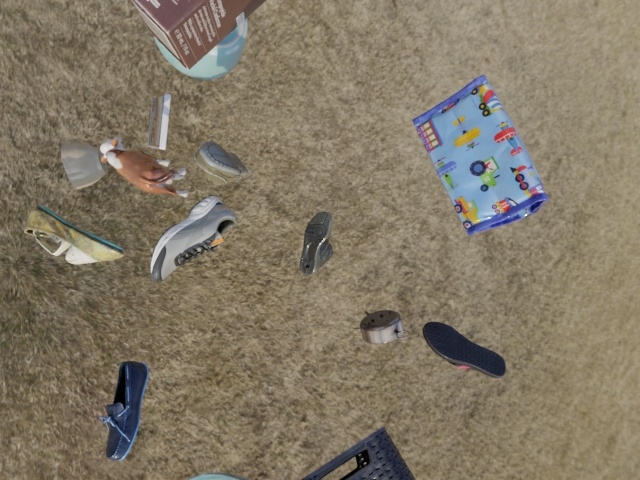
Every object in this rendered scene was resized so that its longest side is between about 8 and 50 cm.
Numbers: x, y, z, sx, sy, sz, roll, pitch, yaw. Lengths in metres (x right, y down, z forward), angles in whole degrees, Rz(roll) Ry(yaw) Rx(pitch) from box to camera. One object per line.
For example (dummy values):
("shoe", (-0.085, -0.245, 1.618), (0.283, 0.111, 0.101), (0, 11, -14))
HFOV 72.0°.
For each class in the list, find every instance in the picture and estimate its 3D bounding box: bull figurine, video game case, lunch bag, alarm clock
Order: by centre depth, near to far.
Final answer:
("lunch bag", (0.321, -0.142, 0.819), (0.293, 0.138, 0.221), (-7, 72, -57))
("alarm clock", (0.193, 0.256, 1.304), (0.129, 0.192, 0.064), (-22, 107, -28))
("bull figurine", (-0.538, -0.221, 1.347), (0.188, 0.310, 0.101), (2, 118, -49))
("video game case", (-0.643, -0.469, 1.752), (0.025, 0.285, 0.204), (4, 100, -31))

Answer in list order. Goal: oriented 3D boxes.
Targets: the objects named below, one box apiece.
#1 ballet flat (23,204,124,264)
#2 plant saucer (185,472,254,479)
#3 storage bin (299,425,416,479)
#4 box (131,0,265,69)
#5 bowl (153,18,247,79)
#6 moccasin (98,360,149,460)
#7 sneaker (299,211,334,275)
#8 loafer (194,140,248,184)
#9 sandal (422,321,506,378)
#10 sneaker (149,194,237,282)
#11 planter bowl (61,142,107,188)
("ballet flat", (-0.749, 0.006, 1.328), (0.348, 0.123, 0.123), (25, 67, 14))
("plant saucer", (-0.043, 0.355, 0.372), (0.043, 0.317, 0.318), (-1, 88, -49))
("storage bin", (0.037, 0.293, 0.511), (0.121, 0.180, 0.084), (-27, 64, -14))
("box", (-0.194, -0.549, 0.895), (0.381, 0.191, 0.143), (-45, 93, -2))
("bowl", (-0.353, -0.683, 1.384), (0.311, 0.163, 0.312), (-5, 99, -33))
("moccasin", (-0.739, 0.616, 1.617), (0.116, 0.137, 0.342), (39, 39, -47))
("sneaker", (0.000, 0.000, 1.519), (0.130, 0.087, 0.228), (-31, 138, -62))
("loafer", (-0.251, -0.174, 1.093), (0.087, 0.251, 0.094), (-38, 86, 7))
("sandal", (0.266, 0.214, 0.837), (0.179, 0.040, 0.067), (28, 54, -7))
("sneaker", (-0.316, 0.002, 1.101), (0.107, 0.100, 0.272), (34, 63, 10))
("planter bowl", (-0.821, -0.270, 1.551), (0.109, 0.162, 0.162), (-13, 95, -11))
